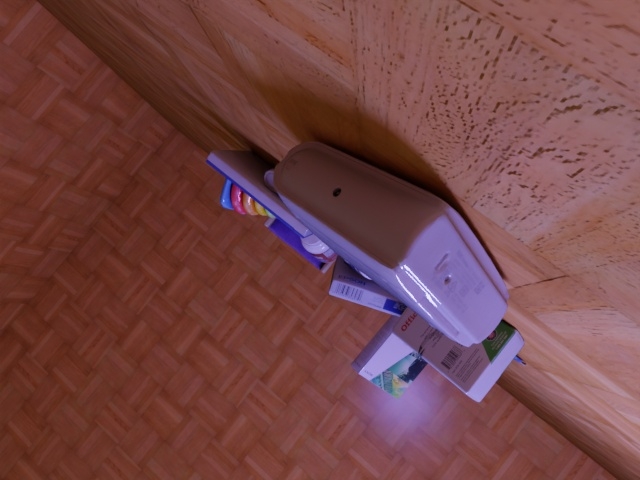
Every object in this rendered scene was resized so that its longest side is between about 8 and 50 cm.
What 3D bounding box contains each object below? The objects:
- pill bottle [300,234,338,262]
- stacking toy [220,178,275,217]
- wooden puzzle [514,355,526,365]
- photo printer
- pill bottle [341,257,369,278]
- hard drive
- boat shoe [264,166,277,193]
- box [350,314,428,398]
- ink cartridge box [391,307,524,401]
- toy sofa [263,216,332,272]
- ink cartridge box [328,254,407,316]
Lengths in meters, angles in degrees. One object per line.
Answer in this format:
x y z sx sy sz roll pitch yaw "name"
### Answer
0.000 0.000 1.652 0.121 0.121 0.216 38 177 23 "pill bottle"
-0.133 -0.127 1.375 0.301 0.166 0.175 21 -173 21 "stacking toy"
0.477 0.286 1.162 0.078 0.014 0.116 35 178 -14 "wooden puzzle"
0.080 -0.008 0.626 0.256 0.107 0.307 42 177 -42 "photo printer"
0.099 0.027 1.064 0.094 0.094 0.169 40 177 -20 "pill bottle"
-0.121 -0.131 1.210 0.318 0.040 0.210 38 -159 11 "hard drive"
-0.040 -0.119 1.120 0.206 0.075 0.065 33 -142 14 "boat shoe"
0.279 0.345 1.500 0.232 0.322 0.058 40 180 -33 "box"
0.273 0.195 0.931 0.208 0.153 0.087 38 178 44 "ink cartridge box"
-0.078 -0.017 2.106 0.362 0.150 0.177 39 178 2 "toy sofa"
0.140 0.098 1.131 0.223 0.045 0.224 17 -159 0 "ink cartridge box"
